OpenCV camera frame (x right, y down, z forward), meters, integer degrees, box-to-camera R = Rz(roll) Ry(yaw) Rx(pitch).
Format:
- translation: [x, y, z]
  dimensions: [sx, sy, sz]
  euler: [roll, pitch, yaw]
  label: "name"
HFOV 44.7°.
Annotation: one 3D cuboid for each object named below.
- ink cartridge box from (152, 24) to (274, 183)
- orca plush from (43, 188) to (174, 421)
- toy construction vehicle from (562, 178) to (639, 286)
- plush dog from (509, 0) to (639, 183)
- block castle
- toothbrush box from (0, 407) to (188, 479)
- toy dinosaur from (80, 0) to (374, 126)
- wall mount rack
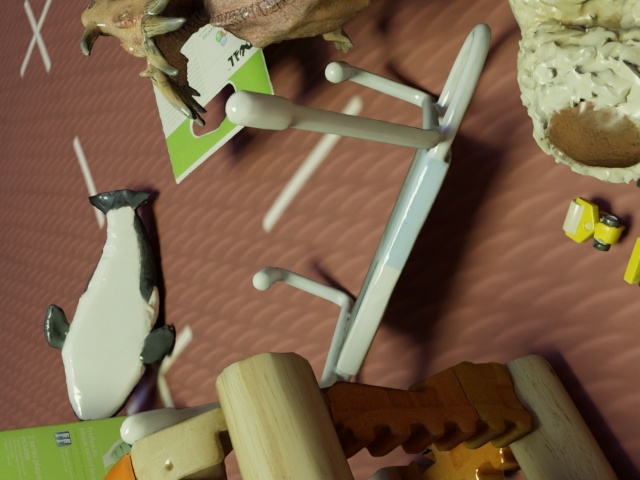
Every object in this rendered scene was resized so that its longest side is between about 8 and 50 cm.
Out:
- translation: [-0.093, -0.207, 0.803]
  dimensions: [0.189, 0.097, 0.255]
  euler: [-31, 67, 44]
  label: "ink cartridge box"
- translation: [-0.267, 0.084, 0.988]
  dimensions: [0.102, 0.151, 0.287]
  euler: [127, 134, -75]
  label: "orca plush"
- translation: [0.208, -0.017, 0.496]
  dimensions: [0.098, 0.035, 0.085]
  euler: [35, 125, 47]
  label: "toy construction vehicle"
- translation: [0.205, -0.193, 0.427]
  dimensions: [0.225, 0.210, 0.262]
  euler: [-21, 100, 32]
  label: "plush dog"
- translation: [-0.012, 0.279, 0.529]
  dimensions: [0.453, 0.303, 0.212]
  euler: [-51, 47, 35]
  label: "block castle"
- translation: [-0.296, 0.296, 0.866]
  dimensions: [0.206, 0.283, 0.122]
  euler: [-45, 55, 38]
  label: "toothbrush box"
- translation: [-0.040, -0.170, 0.533]
  dimensions: [0.296, 0.200, 0.127]
  euler: [-5, 114, 61]
  label: "toy dinosaur"
- translation: [0.000, 0.000, 0.553]
  dimensions: [0.131, 0.304, 0.350]
  euler: [21, 109, 2]
  label: "wall mount rack"
